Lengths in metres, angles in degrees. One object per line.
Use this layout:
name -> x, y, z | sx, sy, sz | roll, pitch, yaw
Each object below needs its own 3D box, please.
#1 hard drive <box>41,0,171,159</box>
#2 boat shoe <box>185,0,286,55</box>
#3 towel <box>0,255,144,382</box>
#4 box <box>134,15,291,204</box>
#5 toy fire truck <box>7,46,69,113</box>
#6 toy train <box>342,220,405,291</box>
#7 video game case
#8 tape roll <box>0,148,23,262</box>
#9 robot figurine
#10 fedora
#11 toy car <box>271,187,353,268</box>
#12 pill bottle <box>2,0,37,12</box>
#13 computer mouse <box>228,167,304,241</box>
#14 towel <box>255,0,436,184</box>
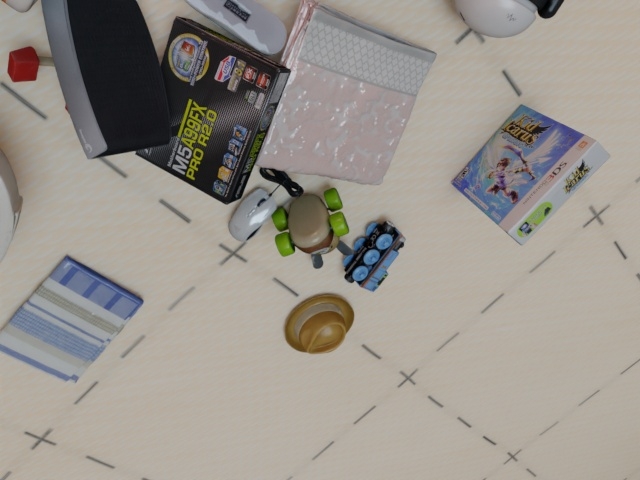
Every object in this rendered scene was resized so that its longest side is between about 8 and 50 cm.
hard drive -> -0.342, -0.275, 0.909 | 0.172, 0.054, 0.255 | -22, 105, -44
boat shoe -> -0.176, -0.415, 0.951 | 0.258, 0.084, 0.095 | 40, 90, -25
towel -> -0.562, 0.185, 1.224 | 0.209, 0.034, 0.285 | 37, 102, -30
box -> -0.203, -0.232, 1.002 | 0.216, 0.060, 0.270 | 29, 112, 8
toy fire truck -> -0.417, -0.277, 0.952 | 0.192, 0.135, 0.047 | -27, 165, -44
toy train -> 0.134, 0.036, 1.334 | 0.105, 0.080, 0.184 | 24, 109, -38
video game case -> 0.441, -0.153, 1.197 | 0.061, 0.269, 0.244 | 34, 105, -29
tape roll -> -0.696, -0.065, 0.867 | 0.392, 0.072, 0.392 | -9, 123, -14
robot figurine -> 0.365, -0.521, 1.014 | 0.173, 0.209, 0.278 | -18, 138, -61
fedora -> 0.005, 0.234, 1.408 | 0.194, 0.079, 0.194 | -8, 122, -13
toy car -> 0.000, 0.000, 1.238 | 0.155, 0.149, 0.188 | -20, 137, 9
pill bottle -> -0.507, -0.514, 0.701 | 0.392, 0.224, 0.224 | 35, 105, -32
computer mouse -> -0.133, -0.071, 1.179 | 0.106, 0.042, 0.193 | 42, 105, 3
towel -> 0.052, -0.268, 1.089 | 0.332, 0.053, 0.317 | 5, 118, -36
